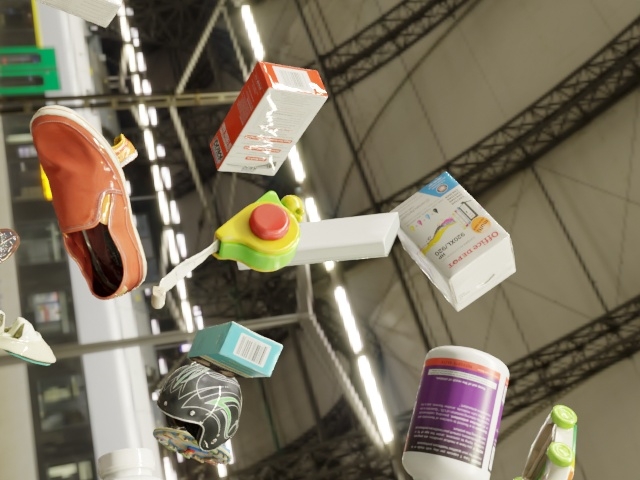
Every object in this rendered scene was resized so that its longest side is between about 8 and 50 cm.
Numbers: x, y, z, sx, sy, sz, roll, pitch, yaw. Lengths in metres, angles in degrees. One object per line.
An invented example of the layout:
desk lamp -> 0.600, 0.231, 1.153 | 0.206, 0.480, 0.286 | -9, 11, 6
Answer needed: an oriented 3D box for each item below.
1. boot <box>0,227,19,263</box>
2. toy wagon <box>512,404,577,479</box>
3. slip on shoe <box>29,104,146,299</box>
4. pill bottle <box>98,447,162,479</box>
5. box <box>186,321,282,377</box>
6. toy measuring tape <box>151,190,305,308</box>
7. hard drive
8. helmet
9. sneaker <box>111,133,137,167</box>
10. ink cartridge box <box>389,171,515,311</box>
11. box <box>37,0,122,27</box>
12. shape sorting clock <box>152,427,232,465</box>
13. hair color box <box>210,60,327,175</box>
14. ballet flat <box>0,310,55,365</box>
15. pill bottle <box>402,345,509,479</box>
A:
boot -> -0.766, 0.048, 1.874 | 0.106, 0.219, 0.082 | -29, -80, 37
toy wagon -> 0.481, 0.534, 1.846 | 0.344, 0.068, 0.267 | -60, 169, -56
slip on shoe -> -0.369, -0.053, 1.344 | 0.101, 0.123, 0.331 | -67, 144, -64
pill bottle -> -0.290, 0.434, 1.311 | 0.117, 0.118, 0.208 | 115, -33, -58
box -> -0.159, 0.199, 1.518 | 0.060, 0.101, 0.244 | -67, -164, -17
toy measuring tape -> -0.130, 0.029, 1.424 | 0.121, 0.330, 0.121 | 29, -38, 26
hard drive -> 0.000, 0.000, 1.781 | 0.203, 0.308, 0.040 | -56, 138, -67
helmet -> -0.244, 0.327, 1.727 | 0.169, 0.169, 0.161 | -126, -158, -56
sneaker -> -0.435, -0.144, 1.665 | 0.064, 0.175, 0.067 | -21, -67, 44
ink cartridge box -> 0.302, 0.003, 1.934 | 0.232, 0.171, 0.168 | 52, -5, 34
box -> -0.486, -0.446, 1.393 | 0.067, 0.324, 0.063 | -37, -130, 41
shape sorting clock -> -0.318, 0.511, 2.102 | 0.206, 0.206, 0.040 | 123, -15, -62
hair color box -> -0.073, -0.161, 1.152 | 0.167, 0.093, 0.053 | -52, -132, 41
ballet flat -> -0.618, 0.182, 1.664 | 0.086, 0.248, 0.086 | -20, -121, 38
pill bottle -> 0.276, 0.394, 1.767 | 0.181, 0.182, 0.322 | 133, -24, -66
